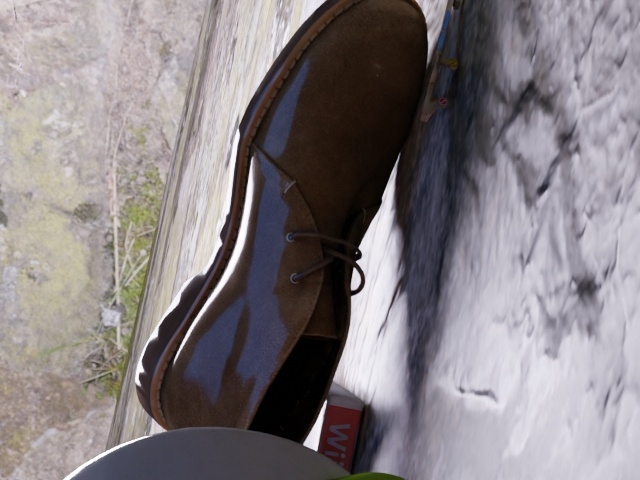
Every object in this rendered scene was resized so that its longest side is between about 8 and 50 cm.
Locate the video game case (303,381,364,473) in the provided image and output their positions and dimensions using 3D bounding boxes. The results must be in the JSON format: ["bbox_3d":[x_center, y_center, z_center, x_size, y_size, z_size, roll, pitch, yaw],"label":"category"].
[{"bbox_3d":[-0.028,0.227,1.217,0.204,0.025,0.285,-168,89,-81],"label":"video game case"}]

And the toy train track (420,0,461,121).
[{"bbox_3d":[0.070,-0.103,1.067,0.048,0.014,0.083,104,179,-65],"label":"toy train track"}]

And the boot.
[{"bbox_3d":[0.000,0.000,1.126,0.115,0.112,0.305,39,109,53],"label":"boot"}]

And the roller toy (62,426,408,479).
[{"bbox_3d":[-0.049,0.197,0.859,0.146,0.191,0.209,-97,21,-60],"label":"roller toy"}]
